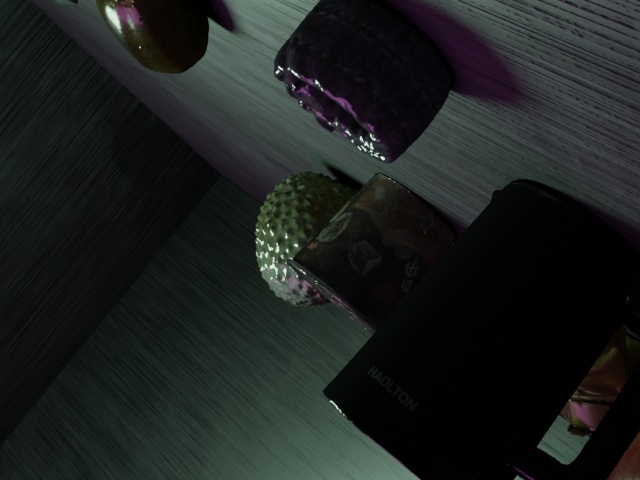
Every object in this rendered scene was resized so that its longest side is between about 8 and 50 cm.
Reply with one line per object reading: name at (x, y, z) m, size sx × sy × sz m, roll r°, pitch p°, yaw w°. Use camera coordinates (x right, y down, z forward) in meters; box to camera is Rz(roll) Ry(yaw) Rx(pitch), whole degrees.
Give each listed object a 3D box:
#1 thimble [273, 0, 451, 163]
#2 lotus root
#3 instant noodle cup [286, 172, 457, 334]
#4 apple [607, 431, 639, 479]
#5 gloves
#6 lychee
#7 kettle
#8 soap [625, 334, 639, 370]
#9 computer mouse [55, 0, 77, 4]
thimble at (0.037, -0.149, 0.899) m, size 0.150 × 0.097 × 0.150 m, roll 38°, pitch 175°, yaw 4°
lotus root at (-0.225, -0.303, 1.334) m, size 0.124 × 0.123 × 0.241 m, roll 27°, pitch 176°, yaw 16°
instant noodle cup at (0.090, 0.024, 1.574) m, size 0.217 × 0.207 × 0.217 m, roll 39°, pitch 175°, yaw 4°
apple at (0.490, 0.321, 1.127) m, size 0.344 × 0.269 × 0.345 m, roll 58°, pitch 175°, yaw 8°
gloves at (0.294, 0.114, 1.238) m, size 0.331 × 0.141 × 0.154 m, roll 48°, pitch -179°, yaw -32°
lychee at (0.000, 0.000, 1.847) m, size 0.255 × 0.255 × 0.274 m, roll 77°, pitch 171°, yaw -83°
kettle at (0.184, 0.111, 0.999) m, size 0.203 × 0.308 × 0.262 m, roll 41°, pitch 176°, yaw -20°
soap at (0.449, 0.186, 1.412) m, size 0.092 × 0.037 × 0.252 m, roll 33°, pitch 173°, yaw 41°
computer mouse at (-0.501, -0.525, 1.568) m, size 0.167 × 0.090 × 0.379 m, roll 34°, pitch 169°, yaw 43°
